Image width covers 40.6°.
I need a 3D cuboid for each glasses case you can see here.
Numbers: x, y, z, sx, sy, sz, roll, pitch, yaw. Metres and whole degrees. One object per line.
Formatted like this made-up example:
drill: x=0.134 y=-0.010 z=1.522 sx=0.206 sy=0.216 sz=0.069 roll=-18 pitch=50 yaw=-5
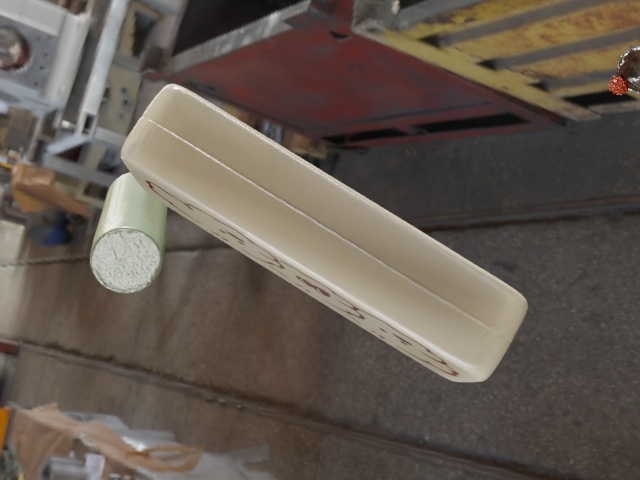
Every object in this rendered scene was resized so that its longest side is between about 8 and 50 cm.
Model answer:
glasses case: x=0.000 y=0.000 z=0.719 sx=0.076 sy=0.336 sz=0.144 roll=-58 pitch=-4 yaw=-9

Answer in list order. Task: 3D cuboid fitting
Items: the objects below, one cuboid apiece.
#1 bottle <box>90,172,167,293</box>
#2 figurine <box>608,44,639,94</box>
bottle: x=-0.199 y=-0.013 z=0.917 sx=0.072 sy=0.072 sz=0.201 roll=-64 pitch=15 yaw=14
figurine: x=0.367 y=-0.170 z=0.933 sx=0.047 sy=0.106 sz=0.060 roll=-111 pitch=42 yaw=-79
